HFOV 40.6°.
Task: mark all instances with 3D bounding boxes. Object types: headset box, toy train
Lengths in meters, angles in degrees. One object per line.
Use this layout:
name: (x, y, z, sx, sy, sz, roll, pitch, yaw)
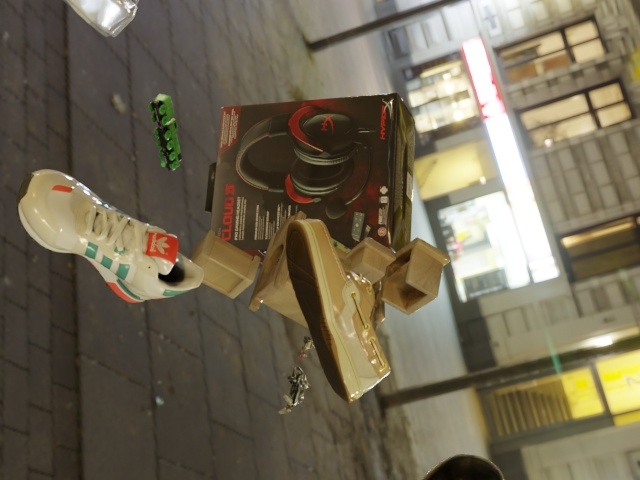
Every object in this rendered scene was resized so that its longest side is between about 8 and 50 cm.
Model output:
headset box: (-0.024, -0.077, 1.207, 0.110, 0.293, 0.218, 38, 54, -65)
toy train: (-0.145, -0.102, 0.818, 0.083, 0.017, 0.024, 86, 28, -46)

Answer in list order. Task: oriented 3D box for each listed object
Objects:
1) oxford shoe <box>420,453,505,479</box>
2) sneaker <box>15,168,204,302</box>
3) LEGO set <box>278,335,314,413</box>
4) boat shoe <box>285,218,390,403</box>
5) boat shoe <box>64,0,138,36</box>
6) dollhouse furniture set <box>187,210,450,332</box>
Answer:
oxford shoe: (0.183, 0.411, 1.086, 0.449, 0.169, 0.130, -67, 164, -72)
sneaker: (-0.146, -0.004, 0.634, 0.161, 0.075, 0.057, 50, 43, -49)
LEGO set: (-0.018, 0.141, 0.891, 0.054, 0.023, 0.083, 4, 104, -81)
boat shoe: (0.013, 0.042, 0.584, 0.050, 0.045, 0.135, 30, -40, 59)
boat shoe: (-0.146, -0.198, 0.525, 0.109, 0.094, 0.302, 41, 0, -9)
dollhouse furniture set: (0.000, 0.000, 0.797, 0.181, 0.161, 0.101, 31, 49, -18)
